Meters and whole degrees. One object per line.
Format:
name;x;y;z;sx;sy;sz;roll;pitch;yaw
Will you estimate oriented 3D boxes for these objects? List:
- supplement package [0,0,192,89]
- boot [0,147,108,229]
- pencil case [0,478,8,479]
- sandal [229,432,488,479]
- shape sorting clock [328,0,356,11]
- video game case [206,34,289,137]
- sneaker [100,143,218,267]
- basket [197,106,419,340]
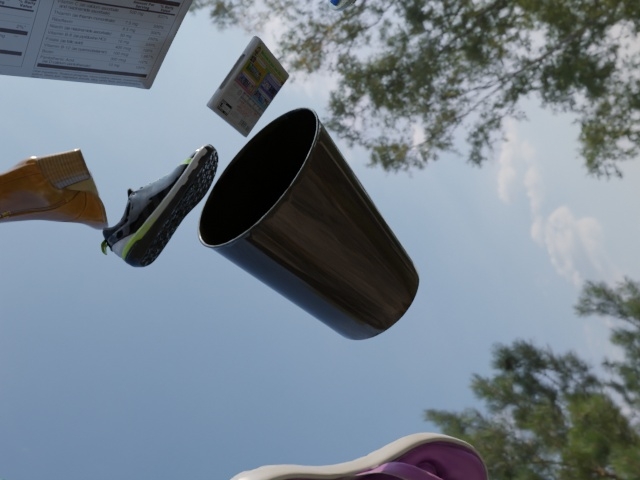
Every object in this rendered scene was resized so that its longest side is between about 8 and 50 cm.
supplement package;-0.226;-0.264;0.471;0.204;0.145;0.262;-4;-119;-38
boot;-0.525;-0.071;1.230;0.211;0.295;0.104;-20;-107;-14
pencil case;-0.445;0.408;0.943;0.070;0.151;0.065;8;-82;-49
sandal;0.070;0.301;0.670;0.416;0.102;0.170;7;-96;-42
shape sorting clock;0.061;-0.382;0.808;0.040;0.206;0.206;14;-120;-22
video game case;-0.167;-0.359;1.556;0.023;0.193;0.212;36;-178;18
sneaker;-0.254;-0.069;1.014;0.097;0.084;0.235;33;-103;10
basket;0.000;0.000;0.742;0.227;0.154;0.204;47;-135;-30
